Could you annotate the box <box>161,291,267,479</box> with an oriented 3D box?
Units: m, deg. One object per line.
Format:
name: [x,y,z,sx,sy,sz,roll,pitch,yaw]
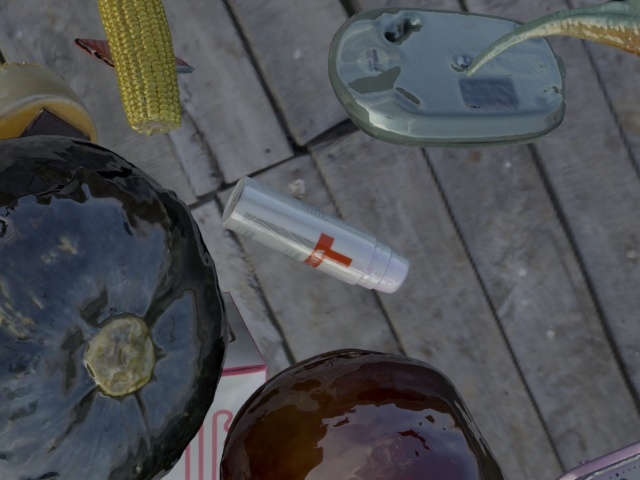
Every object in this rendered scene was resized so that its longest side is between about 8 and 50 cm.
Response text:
box: [-0.274,0.294,1.790,0.300,0.314,0.312,-4,114,-17]

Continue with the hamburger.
hamburger: [-0.542,-0.174,1.792,0.302,0.170,0.302,-29,138,-29]

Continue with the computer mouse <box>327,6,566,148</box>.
computer mouse: [0.164,-0.205,1.290,0.331,0.095,0.197,0,70,-22]

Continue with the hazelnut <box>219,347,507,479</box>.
hazelnut: [0.073,0.362,1.346,0.402,0.402,0.429,-20,105,-14]

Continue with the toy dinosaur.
toy dinosaur: [0.322,-0.223,0.933,0.393,0.092,0.205,-16,76,11]

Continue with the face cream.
face cream: [0.000,0.000,1.776,0.345,0.102,0.102,25,85,-14]

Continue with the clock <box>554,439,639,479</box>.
clock: [0.191,0.157,0.529,0.050,0.153,0.110,8,57,-40]

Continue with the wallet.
wallet: [-0.296,-0.294,1.618,0.103,0.196,0.020,31,110,19]

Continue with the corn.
corn: [-0.259,-0.277,1.460,0.093,0.093,0.244,-14,86,-14]

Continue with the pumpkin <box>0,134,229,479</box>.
pumpkin: [-0.313,0.100,1.126,0.454,0.344,0.454,-8,101,-49]
